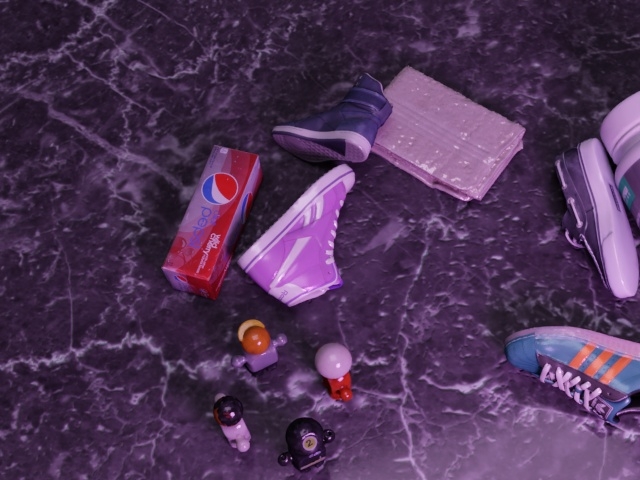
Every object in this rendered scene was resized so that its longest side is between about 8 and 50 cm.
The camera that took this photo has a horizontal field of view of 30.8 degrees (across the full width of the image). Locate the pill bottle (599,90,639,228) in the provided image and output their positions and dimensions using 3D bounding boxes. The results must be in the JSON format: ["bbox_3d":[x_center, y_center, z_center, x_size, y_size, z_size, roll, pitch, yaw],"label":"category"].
[{"bbox_3d":[0.627,-0.076,1.962,0.204,0.204,0.361,-18,62,-6],"label":"pill bottle"}]

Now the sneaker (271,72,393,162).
[{"bbox_3d":[0.029,-0.225,2.115,0.226,0.086,0.163,9,60,39],"label":"sneaker"}]

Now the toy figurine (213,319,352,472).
[{"bbox_3d":[-0.061,0.249,1.866,0.209,0.148,0.213,18,65,12],"label":"toy figurine"}]

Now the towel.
[{"bbox_3d":[0.218,-0.196,2.138,0.282,0.049,0.187,33,68,20],"label":"towel"}]

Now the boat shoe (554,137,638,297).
[{"bbox_3d":[0.469,-0.031,2.010,0.102,0.108,0.301,-23,63,29],"label":"boat shoe"}]

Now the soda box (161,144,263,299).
[{"bbox_3d":[-0.187,-0.034,2.057,0.092,0.083,0.263,15,65,12],"label":"soda box"}]

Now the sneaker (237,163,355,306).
[{"bbox_3d":[0.000,0.001,2.036,0.161,0.102,0.282,42,67,2],"label":"sneaker"}]

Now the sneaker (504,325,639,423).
[{"bbox_3d":[0.442,0.223,1.871,0.302,0.108,0.121,10,59,7],"label":"sneaker"}]
